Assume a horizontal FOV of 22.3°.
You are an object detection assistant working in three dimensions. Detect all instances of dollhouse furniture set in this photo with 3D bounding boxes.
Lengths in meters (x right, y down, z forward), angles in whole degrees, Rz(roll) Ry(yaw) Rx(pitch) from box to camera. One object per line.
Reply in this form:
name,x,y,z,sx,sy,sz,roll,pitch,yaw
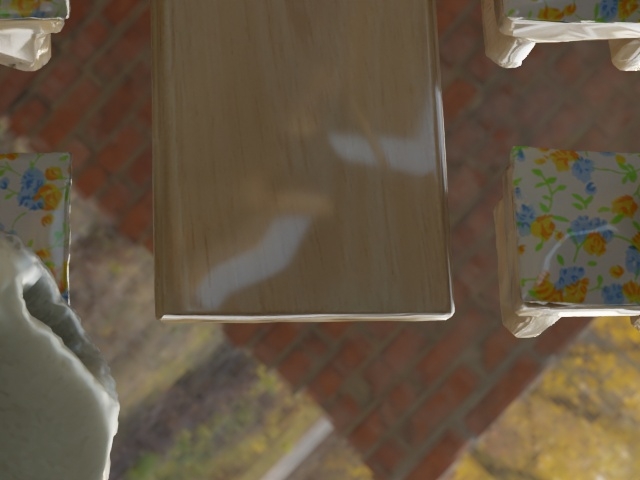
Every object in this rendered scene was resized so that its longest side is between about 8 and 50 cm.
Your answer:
dollhouse furniture set,0.000,0.000,0.607,0.362,0.394,0.256,0,165,-8

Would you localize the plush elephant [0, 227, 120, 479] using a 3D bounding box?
plush elephant,-0.164,0.076,0.297,0.330,0.272,0.255,159,-62,-69
